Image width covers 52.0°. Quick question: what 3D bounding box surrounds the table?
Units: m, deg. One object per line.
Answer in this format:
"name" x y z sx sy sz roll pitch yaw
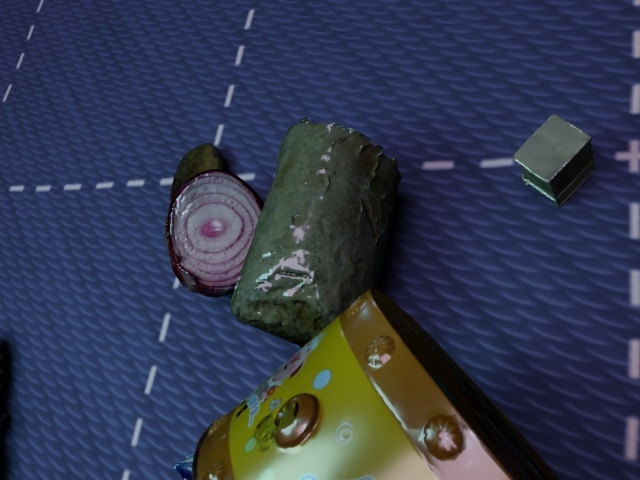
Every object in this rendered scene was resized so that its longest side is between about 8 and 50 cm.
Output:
"table" 0.303 -0.101 0.846 0.079 0.083 0.062 -46 55 3

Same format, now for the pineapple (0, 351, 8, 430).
"pineapple" -0.626 0.297 1.153 0.170 0.141 0.310 -55 48 45

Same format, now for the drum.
"drum" 0.106 0.262 0.597 0.214 0.431 0.431 -43 55 5

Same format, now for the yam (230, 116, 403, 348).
"yam" 0.000 0.000 0.905 0.195 0.195 0.300 5 71 31

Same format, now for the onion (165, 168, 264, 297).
"onion" -0.132 -0.011 1.031 0.218 0.140 0.195 -4 82 -14

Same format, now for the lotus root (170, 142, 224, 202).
"lotus root" -0.213 -0.092 1.135 0.089 0.080 0.179 -9 65 24

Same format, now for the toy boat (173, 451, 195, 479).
"toy boat" -0.113 0.392 0.852 0.292 0.070 0.210 15 56 33
